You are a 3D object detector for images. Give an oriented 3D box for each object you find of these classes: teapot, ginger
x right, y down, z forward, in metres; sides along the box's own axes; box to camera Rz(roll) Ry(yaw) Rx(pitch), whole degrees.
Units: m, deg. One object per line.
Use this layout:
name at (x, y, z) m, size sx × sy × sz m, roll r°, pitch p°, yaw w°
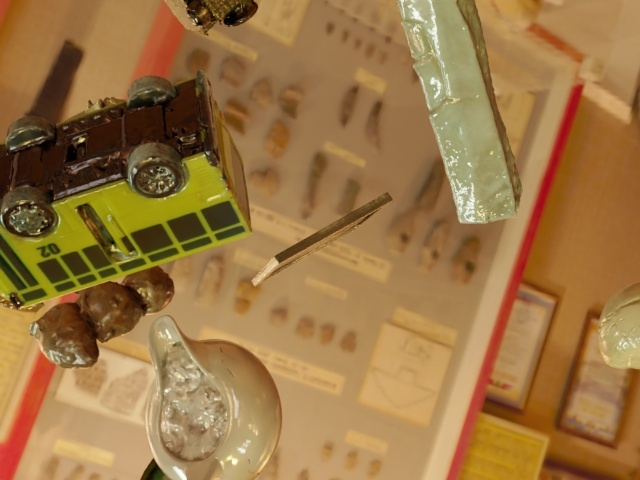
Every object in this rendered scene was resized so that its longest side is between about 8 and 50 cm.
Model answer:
teapot at (-0.149, 0.257, 1.394) m, size 0.208 × 0.299 × 0.166 m, roll -22°, pitch 151°, yaw 15°
ginger at (-0.288, 0.099, 1.390) m, size 0.104 × 0.204 × 0.080 m, roll 40°, pitch 143°, yaw 19°

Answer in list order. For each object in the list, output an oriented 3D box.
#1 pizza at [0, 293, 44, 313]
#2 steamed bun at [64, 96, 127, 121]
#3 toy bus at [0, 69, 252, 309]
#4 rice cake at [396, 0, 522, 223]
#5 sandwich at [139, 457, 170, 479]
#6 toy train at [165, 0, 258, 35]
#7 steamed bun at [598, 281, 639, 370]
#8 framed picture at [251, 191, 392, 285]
pizza at (-0.302, -0.052, 1.153) m, size 0.181 × 0.262 × 0.034 m, roll 49°, pitch 167°, yaw -3°
steamed bun at (-0.312, -0.130, 1.704) m, size 0.232 × 0.166 × 0.273 m, roll -15°, pitch 168°, yaw 24°
toy bus at (-0.205, -0.041, 0.959) m, size 0.262 × 0.128 × 0.150 m, roll -18°, pitch 136°, yaw 7°
rice cake at (0.119, -0.162, 0.928) m, size 0.066 × 0.063 × 0.336 m, roll -10°, pitch 124°, yaw 19°
sandwich at (-0.183, 0.424, 1.522) m, size 0.212 × 0.292 × 0.109 m, roll -14°, pitch 135°, yaw -3°
toy train at (-0.098, -0.360, 1.324) m, size 0.137 × 0.225 × 0.090 m, roll 30°, pitch 160°, yaw 54°
steamed bun at (0.371, 0.091, 1.153) m, size 0.113 × 0.090 × 0.130 m, roll 3°, pitch 156°, yaw -12°
framed picture at (0.000, 0.000, 1.507) m, size 0.015 × 0.203 × 0.150 m, roll 58°, pitch 157°, yaw 4°
